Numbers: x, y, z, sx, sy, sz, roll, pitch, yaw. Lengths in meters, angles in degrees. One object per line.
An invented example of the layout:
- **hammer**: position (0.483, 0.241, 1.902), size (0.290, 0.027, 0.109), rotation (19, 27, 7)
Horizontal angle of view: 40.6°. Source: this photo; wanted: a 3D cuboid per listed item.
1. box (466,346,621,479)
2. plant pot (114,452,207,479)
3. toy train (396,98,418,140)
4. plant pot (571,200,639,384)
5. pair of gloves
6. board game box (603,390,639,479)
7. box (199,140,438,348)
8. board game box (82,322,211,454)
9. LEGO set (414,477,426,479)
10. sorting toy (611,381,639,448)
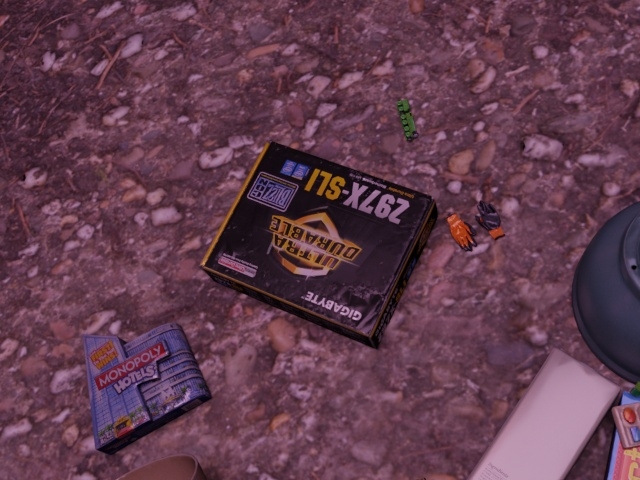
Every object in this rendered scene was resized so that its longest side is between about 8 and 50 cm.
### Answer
- **box**: position (0.304, 0.299, 1.226), size (0.113, 0.094, 0.275), rotation (34, 78, 23)
- **plant pot**: position (-0.251, 0.465, 1.222), size (0.284, 0.284, 0.191), rotation (-29, 98, 1)
- **toy train**: position (0.153, -0.213, 1.525), size (0.023, 0.017, 0.083), rotation (-11, 65, -3)
- **plant pot**: position (0.510, 0.052, 1.224), size (0.292, 0.196, 0.293), rotation (-5, 67, 12)
- **pair of gloves**: position (0.255, -0.024, 1.423), size (0.083, 0.010, 0.074), rotation (-25, 64, 2)
- **board game box**: position (0.523, 0.386, 1.139), size (0.301, 0.086, 0.308), rotation (11, 70, 18)
- **box**: position (0.000, 0.000, 1.440), size (0.321, 0.079, 0.257), rotation (21, 72, 21)
- **board game box**: position (-0.307, 0.219, 1.431), size (0.194, 0.060, 0.194), rotation (-30, 65, 0)
- **LEGO set**: position (0.097, 0.459, 1.232), size (0.244, 0.060, 0.182), rotation (-44, 68, -7)
- **sorting toy**: position (0.428, 0.234, 1.171), size (0.062, 0.012, 0.083), rotation (-14, 65, 8)
